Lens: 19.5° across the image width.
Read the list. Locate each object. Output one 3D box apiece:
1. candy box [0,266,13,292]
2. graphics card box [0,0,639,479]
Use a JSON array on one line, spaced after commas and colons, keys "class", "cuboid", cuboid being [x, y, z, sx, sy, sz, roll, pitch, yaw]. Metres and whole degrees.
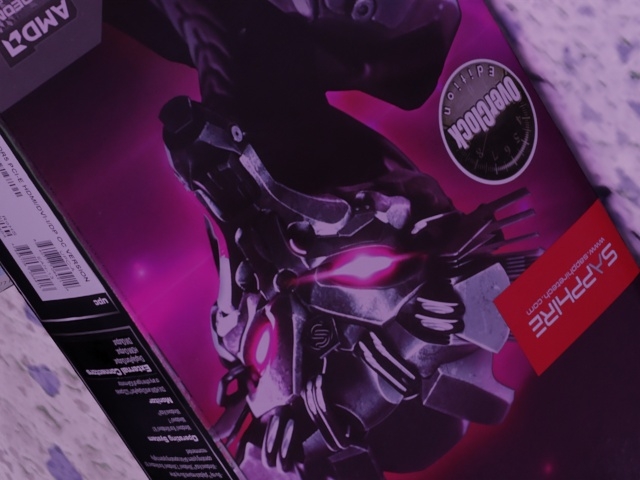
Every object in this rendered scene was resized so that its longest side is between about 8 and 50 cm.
[{"class": "candy box", "cuboid": [-0.198, -0.089, 0.951, 0.165, 0.070, 0.196, 47, 154, 26]}, {"class": "graphics card box", "cuboid": [0.000, 0.000, 0.805, 0.094, 0.233, 0.371, -10, 116, 58]}]
